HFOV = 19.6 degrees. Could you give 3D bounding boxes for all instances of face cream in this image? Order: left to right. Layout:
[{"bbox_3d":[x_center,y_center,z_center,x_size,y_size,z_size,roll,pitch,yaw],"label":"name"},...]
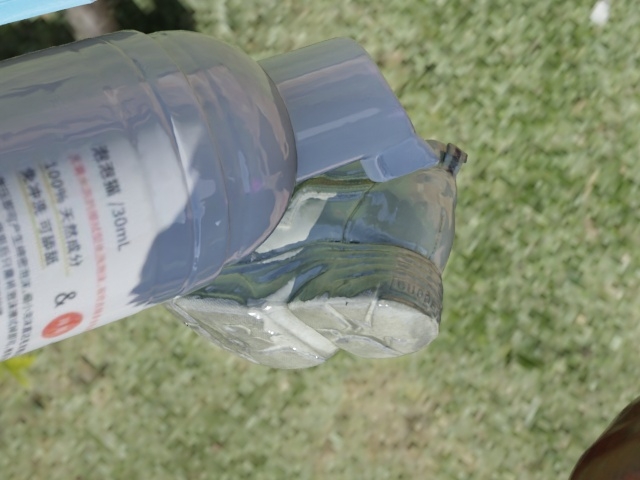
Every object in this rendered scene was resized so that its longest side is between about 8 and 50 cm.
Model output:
[{"bbox_3d":[-0.108,-0.034,0.953,0.145,0.370,0.145,39,139,44],"label":"face cream"}]

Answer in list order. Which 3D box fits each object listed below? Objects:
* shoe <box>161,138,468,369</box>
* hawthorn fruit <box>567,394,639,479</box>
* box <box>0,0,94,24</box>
[{"bbox_3d":[0.000,0.000,1.698,0.342,0.210,0.132,-7,144,47],"label":"shoe"},{"bbox_3d":[0.247,0.169,1.054,0.208,0.208,0.248,36,160,4],"label":"hawthorn fruit"},{"bbox_3d":[-0.207,-0.232,1.143,0.143,0.232,0.083,-12,138,15],"label":"box"}]
